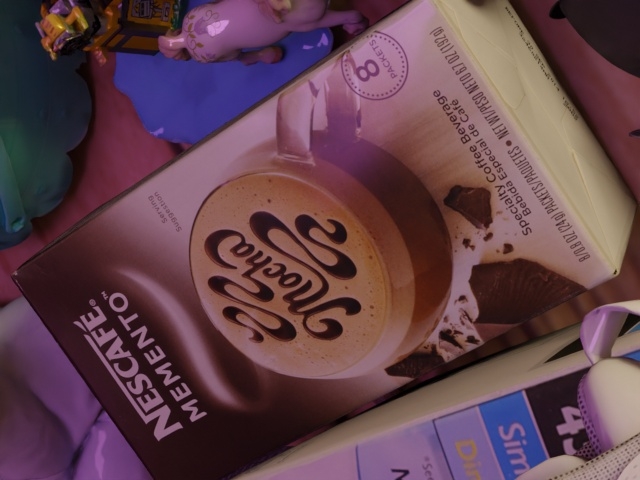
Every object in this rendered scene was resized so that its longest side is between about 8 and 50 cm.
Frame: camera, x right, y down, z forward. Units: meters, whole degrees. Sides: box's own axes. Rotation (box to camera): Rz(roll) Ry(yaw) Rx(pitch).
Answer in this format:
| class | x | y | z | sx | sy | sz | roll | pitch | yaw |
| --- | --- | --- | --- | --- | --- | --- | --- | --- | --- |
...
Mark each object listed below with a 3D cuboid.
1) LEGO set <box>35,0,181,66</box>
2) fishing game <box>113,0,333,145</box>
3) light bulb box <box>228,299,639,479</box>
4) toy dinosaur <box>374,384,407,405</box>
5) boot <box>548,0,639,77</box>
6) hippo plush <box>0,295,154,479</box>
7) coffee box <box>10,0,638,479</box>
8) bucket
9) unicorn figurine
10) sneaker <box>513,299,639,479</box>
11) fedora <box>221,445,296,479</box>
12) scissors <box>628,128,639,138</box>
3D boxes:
| class | x | y | z | sx | sy | sz | roll | pitch | yaw |
| --- | --- | --- | --- | --- | --- | --- | --- | --- | --- |
| LEGO set | -0.123 | -0.259 | 0.766 | 0.331 | 0.192 | 0.255 | -28 | 79 | 31 |
| fishing game | -0.064 | -0.142 | 0.875 | 0.189 | 0.041 | 0.264 | -10 | 88 | 36 |
| light bulb box | 0.200 | 0.203 | 0.653 | 0.361 | 0.225 | 0.358 | -26 | 85 | 38 |
| toy dinosaur | 0.056 | 0.174 | 0.827 | 0.064 | 0.112 | 0.212 | -36 | 71 | 63 |
| boot | 0.212 | -0.108 | 0.671 | 0.198 | 0.077 | 0.137 | 53 | 131 | 29 |
| hippo plush | -0.229 | 0.141 | 0.938 | 0.294 | 0.236 | 0.234 | -28 | 84 | 37 |
| coffee box | 0.000 | 0.000 | 0.761 | 0.297 | 0.119 | 0.168 | -31 | 98 | 27 |
| bucket | -0.317 | -0.110 | 0.942 | 0.281 | 0.183 | 0.281 | 3 | 98 | 23 |
| unicorn figurine | -0.025 | -0.132 | 0.760 | 0.162 | 0.111 | 0.060 | -34 | 75 | 30 |
| sneaker | 0.131 | 0.202 | 0.480 | 0.210 | 0.137 | 0.366 | 26 | 110 | 28 |
| fedora | -0.030 | 0.276 | 0.873 | 0.124 | 0.243 | 0.275 | 135 | 124 | -67 |
| scissors | 0.284 | -0.081 | 0.647 | 0.297 | 0.021 | 0.109 | 10 | 75 | 50 |
